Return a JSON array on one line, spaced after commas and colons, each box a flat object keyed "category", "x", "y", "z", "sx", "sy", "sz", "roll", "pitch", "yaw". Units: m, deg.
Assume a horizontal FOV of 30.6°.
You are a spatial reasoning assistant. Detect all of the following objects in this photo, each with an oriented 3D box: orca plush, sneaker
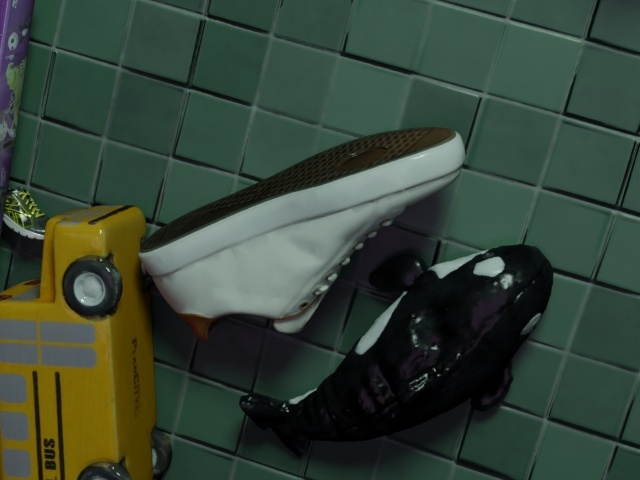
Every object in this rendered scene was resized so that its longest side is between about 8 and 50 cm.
[{"category": "orca plush", "x": 0.061, "y": 0.099, "z": 0.966, "sx": 0.287, "sy": 0.102, "sz": 0.151, "roll": -19, "pitch": 96, "yaw": 15}, {"category": "sneaker", "x": 0.000, "y": 0.000, "z": 0.972, "sx": 0.290, "sy": 0.106, "sz": 0.123, "roll": -21, "pitch": 107, "yaw": 21}, {"category": "sneaker", "x": -0.267, "y": -0.028, "z": 1.047, "sx": 0.083, "sy": 0.031, "sz": 0.035, "roll": 25, "pitch": 104, "yaw": 6}]

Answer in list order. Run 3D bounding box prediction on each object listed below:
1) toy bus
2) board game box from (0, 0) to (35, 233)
[{"category": "toy bus", "x": -0.212, "y": 0.139, "z": 1.029, "sx": 0.130, "sy": 0.108, "sz": 0.333, "roll": 1, "pitch": 101, "yaw": 13}, {"category": "board game box", "x": -0.372, "y": -0.077, "z": 1.039, "sx": 0.208, "sy": 0.056, "sz": 0.347, "roll": 14, "pitch": 103, "yaw": 13}]
